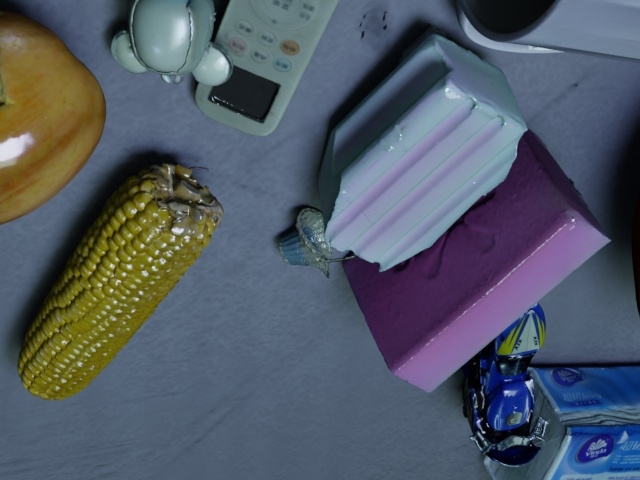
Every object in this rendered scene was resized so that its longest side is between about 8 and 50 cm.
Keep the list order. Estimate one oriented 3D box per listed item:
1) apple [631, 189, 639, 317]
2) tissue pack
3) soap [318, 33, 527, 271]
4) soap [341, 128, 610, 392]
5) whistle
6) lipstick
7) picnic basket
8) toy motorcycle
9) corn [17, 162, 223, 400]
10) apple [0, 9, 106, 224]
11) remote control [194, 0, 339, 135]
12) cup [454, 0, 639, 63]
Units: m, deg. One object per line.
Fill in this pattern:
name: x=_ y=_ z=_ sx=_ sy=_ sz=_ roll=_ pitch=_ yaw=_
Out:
apple: x=0.478 y=-0.008 z=1.328 sx=0.329 sy=0.295 sz=0.365 roll=-15 pitch=143 yaw=-15
tissue pack: x=0.380 y=0.275 z=1.654 sx=0.263 sy=0.146 sz=0.198 roll=2 pitch=128 yaw=-22
soap: x=0.089 y=-0.082 z=1.234 sx=0.145 sy=0.091 sz=0.230 roll=23 pitch=129 yaw=-36
soap: x=0.153 y=0.013 z=1.303 sx=0.259 sy=0.181 sz=0.081 roll=-42 pitch=132 yaw=19
whistle: x=-0.126 y=-0.238 z=1.039 sx=0.114 sy=0.077 sz=0.235 roll=11 pitch=126 yaw=11
lipstick: x=0.082 y=-0.165 z=1.220 sx=0.025 sy=0.025 sz=0.107 roll=29 pitch=121 yaw=-37
picnic basket: x=0.000 y=0.000 z=1.316 sx=0.083 sy=0.065 sz=0.083 roll=-15 pitch=134 yaw=22
toy motorcycle: x=0.214 y=0.159 z=1.467 sx=0.113 sy=0.169 sz=0.315 roll=-11 pitch=134 yaw=-11
corn: x=-0.212 y=0.045 z=1.245 sx=0.106 sy=0.106 sz=0.305 roll=19 pitch=125 yaw=-34
apple: x=-0.275 y=-0.104 z=1.036 sx=0.199 sy=0.199 sz=0.199 roll=-11 pitch=134 yaw=-12
remote control: x=-0.035 y=-0.203 z=1.070 sx=0.090 sy=0.038 sz=0.309 roll=22 pitch=140 yaw=-9
cup: x=0.292 y=-0.252 z=1.102 sx=0.327 sy=0.236 sz=0.323 roll=3 pitch=159 yaw=-24
